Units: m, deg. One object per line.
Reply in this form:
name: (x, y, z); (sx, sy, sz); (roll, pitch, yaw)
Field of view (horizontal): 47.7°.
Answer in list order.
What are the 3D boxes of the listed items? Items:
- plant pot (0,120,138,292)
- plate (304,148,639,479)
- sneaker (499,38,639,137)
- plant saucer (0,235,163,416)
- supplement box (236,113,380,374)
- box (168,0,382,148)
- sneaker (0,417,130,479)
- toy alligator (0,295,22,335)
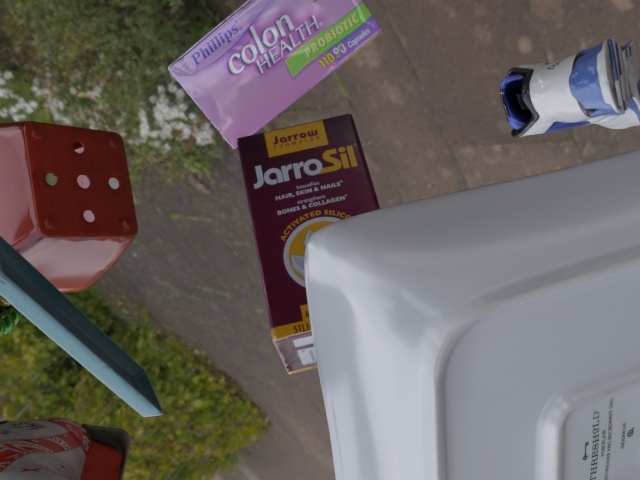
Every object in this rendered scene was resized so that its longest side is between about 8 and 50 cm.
plant pot: (-0.452, -0.063, 1.190); (0.235, 0.267, 0.267); (-17, 80, 36)
plate: (0.140, 0.097, 0.383); (0.045, 0.277, 0.278); (-141, 41, -62)
sneaker: (0.377, -0.228, 1.094); (0.182, 0.315, 0.128); (-4, 93, 34)
plant saucer: (-0.195, 0.075, 0.578); (0.192, 0.018, 0.067); (57, 173, -37)
supplement box: (0.000, 0.000, 0.594); (0.081, 0.104, 0.188); (78, 178, -61)
box: (-0.060, -0.242, 0.891); (0.117, 0.213, 0.243); (51, -174, -17)
sneaker: (-0.165, 0.132, 0.315); (0.144, 0.090, 0.270); (10, 176, -12)
toy alligator: (-0.354, 0.084, 0.722); (0.056, 0.189, 0.051); (-31, 93, 21)
